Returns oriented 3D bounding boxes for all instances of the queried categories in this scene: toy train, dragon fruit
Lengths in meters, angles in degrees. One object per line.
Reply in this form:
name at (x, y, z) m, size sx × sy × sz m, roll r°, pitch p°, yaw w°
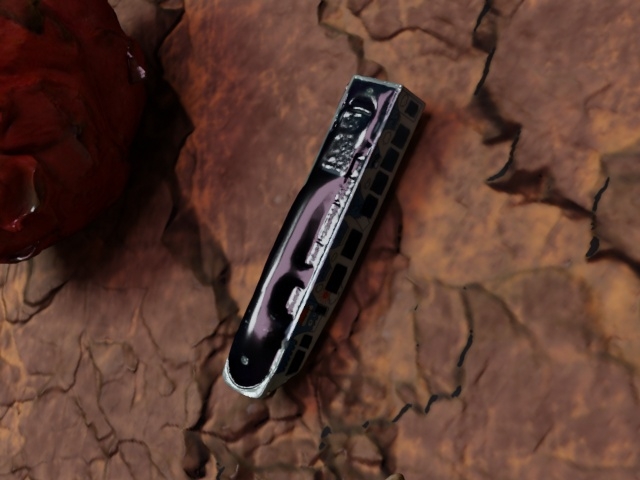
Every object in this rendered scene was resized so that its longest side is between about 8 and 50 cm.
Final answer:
toy train at (0.000, 0.000, 0.631) m, size 0.043 × 0.047 × 0.207 m, roll 23°, pitch 87°, yaw 42°
dragon fruit at (-0.244, -0.105, 0.745) m, size 0.241 × 0.241 × 0.252 m, roll -41°, pitch 66°, yaw 17°

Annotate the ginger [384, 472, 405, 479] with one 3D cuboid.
ginger at (0.001, 0.242, 0.470) m, size 0.152 × 0.138 × 0.267 m, roll 29°, pitch 95°, yaw 47°
